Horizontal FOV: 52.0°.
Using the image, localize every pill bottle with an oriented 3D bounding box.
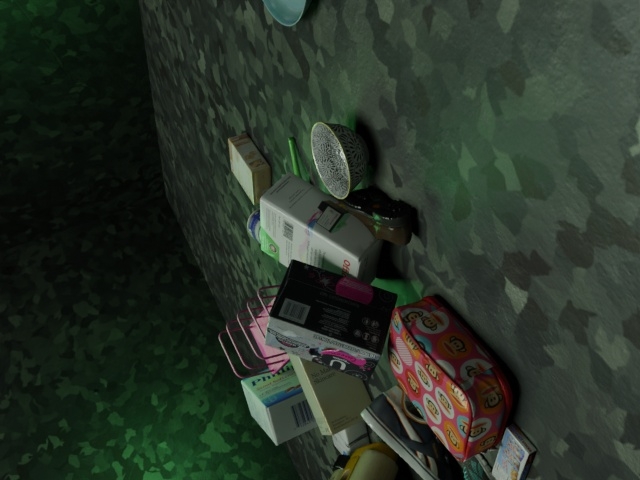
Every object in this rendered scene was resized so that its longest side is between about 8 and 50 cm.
[{"bbox_3d":[-0.148,-0.030,2.043,0.186,0.112,0.112,31,138,60],"label":"pill bottle"}]

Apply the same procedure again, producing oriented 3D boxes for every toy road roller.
[{"bbox_3d":[0.151,0.758,1.927,0.240,0.203,0.329,37,143,-4],"label":"toy road roller"}]

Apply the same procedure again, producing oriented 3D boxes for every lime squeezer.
[{"bbox_3d":[-0.062,-0.120,1.807,0.110,0.058,0.311,47,152,47],"label":"lime squeezer"}]

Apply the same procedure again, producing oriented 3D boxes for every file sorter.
[{"bbox_3d":[-0.181,0.301,2.184,0.291,0.182,0.202,-48,61,34],"label":"file sorter"}]

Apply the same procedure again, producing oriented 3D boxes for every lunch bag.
[{"bbox_3d":[0.242,0.284,1.304,0.293,0.120,0.258,53,154,43],"label":"lunch bag"}]

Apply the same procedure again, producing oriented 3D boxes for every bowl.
[{"bbox_3d":[0.053,-0.181,1.401,0.170,0.080,0.170,54,156,38],"label":"bowl"}]

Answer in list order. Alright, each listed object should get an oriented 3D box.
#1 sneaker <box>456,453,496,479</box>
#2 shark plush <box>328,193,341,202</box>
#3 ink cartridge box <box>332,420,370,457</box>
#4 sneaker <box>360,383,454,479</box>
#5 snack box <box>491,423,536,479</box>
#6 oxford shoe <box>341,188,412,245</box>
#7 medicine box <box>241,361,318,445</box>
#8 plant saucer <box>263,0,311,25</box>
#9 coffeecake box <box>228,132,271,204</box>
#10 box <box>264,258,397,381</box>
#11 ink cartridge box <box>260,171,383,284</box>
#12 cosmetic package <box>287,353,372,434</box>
[{"bbox_3d":[0.326,0.506,1.380,0.166,0.076,0.065,45,148,50],"label":"sneaker"},{"bbox_3d":[0.029,-0.073,1.623,0.067,0.073,0.161,43,164,-21],"label":"shark plush"},{"bbox_3d":[0.088,0.606,2.109,0.139,0.082,0.191,32,138,59],"label":"ink cartridge box"},{"bbox_3d":[0.241,0.472,1.533,0.321,0.127,0.126,49,173,-18],"label":"sneaker"},{"bbox_3d":[0.370,0.428,1.265,0.064,0.022,0.178,53,155,41],"label":"snack box"},{"bbox_3d":[0.113,-0.046,1.381,0.227,0.082,0.096,40,150,56],"label":"oxford shoe"},{"bbox_3d":[-0.099,0.537,2.263,0.289,0.263,0.149,17,125,65],"label":"medicine box"},{"bbox_3d":[-0.084,-0.617,1.378,0.318,0.043,0.318,53,154,39],"label":"plant saucer"},{"bbox_3d":[-0.227,-0.231,2.111,0.185,0.068,0.142,55,156,35],"label":"coffeecake box"},{"bbox_3d":[0.021,0.176,1.431,0.247,0.163,0.142,18,144,4],"label":"box"},{"bbox_3d":[0.000,0.000,1.526,0.278,0.117,0.201,32,147,19],"label":"ink cartridge box"},{"bbox_3d":[0.024,0.406,1.963,0.310,0.160,0.113,65,159,8],"label":"cosmetic package"}]
